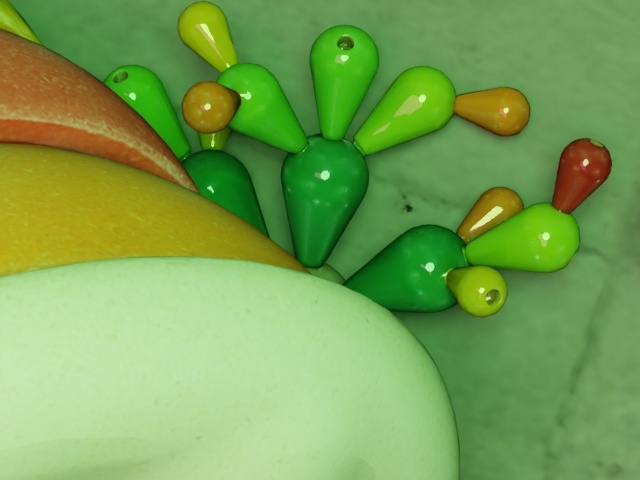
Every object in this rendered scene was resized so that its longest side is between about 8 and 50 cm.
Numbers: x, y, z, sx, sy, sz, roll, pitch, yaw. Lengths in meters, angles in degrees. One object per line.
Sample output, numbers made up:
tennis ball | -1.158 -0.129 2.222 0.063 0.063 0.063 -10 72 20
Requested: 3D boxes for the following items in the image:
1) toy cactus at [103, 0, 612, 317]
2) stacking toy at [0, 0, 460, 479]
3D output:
toy cactus | 0.000 0.000 0.791 0.219 0.112 0.180 14 113 5
stacking toy | -0.193 -0.003 0.735 0.350 0.351 0.480 -45 52 18
